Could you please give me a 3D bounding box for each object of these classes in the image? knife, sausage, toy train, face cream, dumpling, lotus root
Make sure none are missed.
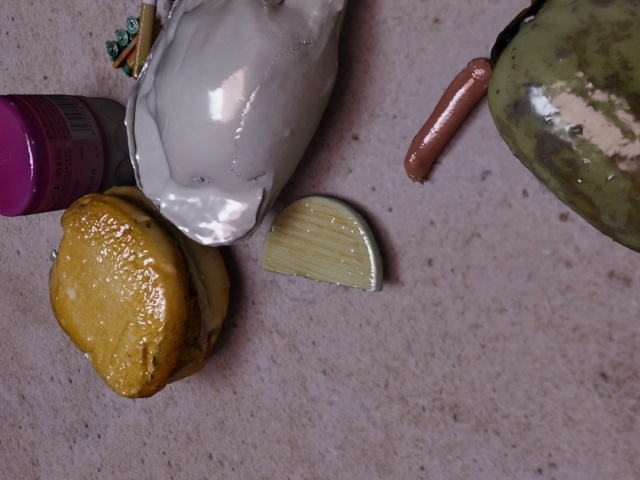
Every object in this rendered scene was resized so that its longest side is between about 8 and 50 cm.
[{"bbox_3d":[-0.226,-0.349,0.881,0.046,0.022,0.256,8,98,-14],"label":"knife"},{"bbox_3d":[0.139,-0.131,0.700,0.042,0.036,0.158,47,122,25],"label":"sausage"},{"bbox_3d":[-0.272,-0.285,0.937,0.103,0.044,0.064,-33,93,34],"label":"toy train"},{"bbox_3d":[-0.400,-0.133,0.962,0.175,0.195,0.175,8,104,34],"label":"face cream"},{"bbox_3d":[-0.118,-0.190,0.766,0.260,0.181,0.341,30,129,19],"label":"dumpling"},{"bbox_3d":[0.282,-0.093,0.551,0.309,0.173,0.173,44,121,9],"label":"lotus root"}]

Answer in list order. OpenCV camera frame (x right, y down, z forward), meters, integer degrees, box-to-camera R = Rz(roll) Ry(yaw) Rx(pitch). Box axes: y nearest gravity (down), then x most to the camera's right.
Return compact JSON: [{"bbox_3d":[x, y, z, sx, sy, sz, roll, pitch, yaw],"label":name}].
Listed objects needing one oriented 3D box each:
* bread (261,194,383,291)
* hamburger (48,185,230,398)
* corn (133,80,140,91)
[{"bbox_3d":[0.003,-0.003,0.821,0.192,0.036,0.112,8,100,36],"label":"bread"},{"bbox_3d":[-0.281,0.071,0.944,0.314,0.170,0.290,41,117,20],"label":"hamburger"},{"bbox_3d":[-0.239,-0.246,0.925,0.092,0.037,0.037,-27,85,35],"label":"corn"}]
